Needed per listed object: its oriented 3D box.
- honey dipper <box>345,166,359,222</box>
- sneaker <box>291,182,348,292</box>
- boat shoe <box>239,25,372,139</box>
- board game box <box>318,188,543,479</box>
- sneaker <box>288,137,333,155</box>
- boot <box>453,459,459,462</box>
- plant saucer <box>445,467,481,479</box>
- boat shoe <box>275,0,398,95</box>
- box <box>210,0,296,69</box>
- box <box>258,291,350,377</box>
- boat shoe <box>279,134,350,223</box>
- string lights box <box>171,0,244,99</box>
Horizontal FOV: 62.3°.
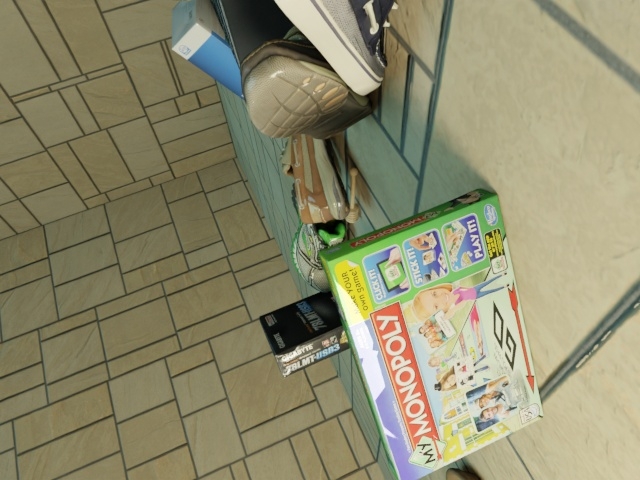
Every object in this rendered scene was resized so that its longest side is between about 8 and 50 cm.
[{"bbox_3d":[0.071,-0.098,1.140,0.161,0.030,0.030,90,157,-54],"label":"honey dipper"},{"bbox_3d":[0.000,0.000,1.352,0.146,0.134,0.344,-129,27,-52],"label":"sneaker"},{"bbox_3d":[-0.030,-0.228,0.757,0.130,0.132,0.355,63,-164,3],"label":"boat shoe"},{"bbox_3d":[0.146,0.123,0.651,0.046,0.213,0.317,-140,29,-70],"label":"board game box"},{"bbox_3d":[-0.027,-0.234,1.272,0.240,0.091,0.126,67,-172,9],"label":"sneaker"},{"bbox_3d":[0.236,0.290,0.997,0.219,0.082,0.106,68,149,31],"label":"boot"},{"bbox_3d":[0.344,0.596,1.079,0.278,0.041,0.278,159,90,-80],"label":"plant saucer"},{"bbox_3d":[0.058,-0.282,0.607,0.127,0.158,0.340,62,-163,9],"label":"boat shoe"},{"bbox_3d":[-0.119,-0.488,0.844,0.296,0.182,0.294,83,165,-74],"label":"box"},{"bbox_3d":[0.005,0.207,1.345,0.295,0.293,0.073,-147,38,-74],"label":"box"},{"bbox_3d":[-0.034,-0.182,1.130,0.123,0.116,0.325,48,-155,-64],"label":"boat shoe"},{"bbox_3d":[-0.163,-0.363,1.048,0.259,0.076,0.133,29,-141,-42],"label":"string lights box"}]
